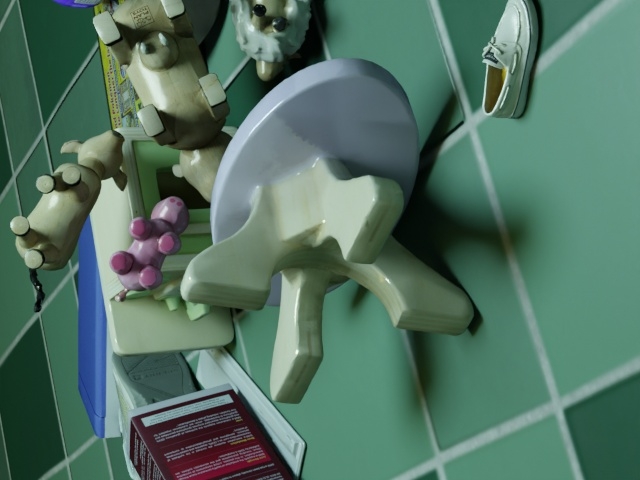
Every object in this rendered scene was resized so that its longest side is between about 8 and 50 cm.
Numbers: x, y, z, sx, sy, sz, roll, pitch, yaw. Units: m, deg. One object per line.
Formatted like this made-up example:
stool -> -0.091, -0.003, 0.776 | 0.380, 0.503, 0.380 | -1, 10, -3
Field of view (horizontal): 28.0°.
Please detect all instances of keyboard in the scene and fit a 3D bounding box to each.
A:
keyboard -> -0.085, 0.193, 1.479 | 0.256, 0.014, 0.072 | 42, 134, 50

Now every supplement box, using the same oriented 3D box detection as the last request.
supplement box -> -0.107, 0.269, 1.390 | 0.239, 0.130, 0.073 | 51, 144, 44

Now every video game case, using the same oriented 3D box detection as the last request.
video game case -> -0.215, -0.223, 1.629 | 0.248, 0.035, 0.274 | -25, 73, 57

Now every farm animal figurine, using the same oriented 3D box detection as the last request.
farm animal figurine -> -0.155, -0.108, 1.305 | 0.172, 0.330, 0.326 | 113, 149, -88

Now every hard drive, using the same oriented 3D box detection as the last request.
hard drive -> -0.301, 0.082, 1.758 | 0.210, 0.040, 0.318 | -143, 53, -68

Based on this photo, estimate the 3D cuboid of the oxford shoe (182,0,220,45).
oxford shoe -> -0.148, -0.299, 1.477 | 0.076, 0.076, 0.212 | -107, 40, -61

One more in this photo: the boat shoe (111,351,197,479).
boat shoe -> -0.184, 0.247, 1.559 | 0.320, 0.118, 0.103 | -126, 35, -49

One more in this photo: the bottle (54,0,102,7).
bottle -> -0.258, -0.378, 1.557 | 0.283, 0.092, 0.118 | -23, 71, 58

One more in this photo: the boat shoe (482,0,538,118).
boat shoe -> 0.146, -0.146, 1.022 | 0.035, 0.035, 0.100 | 33, 122, 54

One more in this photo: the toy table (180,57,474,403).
toy table -> 0.000, 0.000, 1.110 | 0.161, 0.252, 0.274 | -102, 16, -45

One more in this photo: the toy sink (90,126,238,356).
toy sink -> -0.160, -0.001, 1.445 | 0.131, 0.153, 0.234 | -31, 66, 56
